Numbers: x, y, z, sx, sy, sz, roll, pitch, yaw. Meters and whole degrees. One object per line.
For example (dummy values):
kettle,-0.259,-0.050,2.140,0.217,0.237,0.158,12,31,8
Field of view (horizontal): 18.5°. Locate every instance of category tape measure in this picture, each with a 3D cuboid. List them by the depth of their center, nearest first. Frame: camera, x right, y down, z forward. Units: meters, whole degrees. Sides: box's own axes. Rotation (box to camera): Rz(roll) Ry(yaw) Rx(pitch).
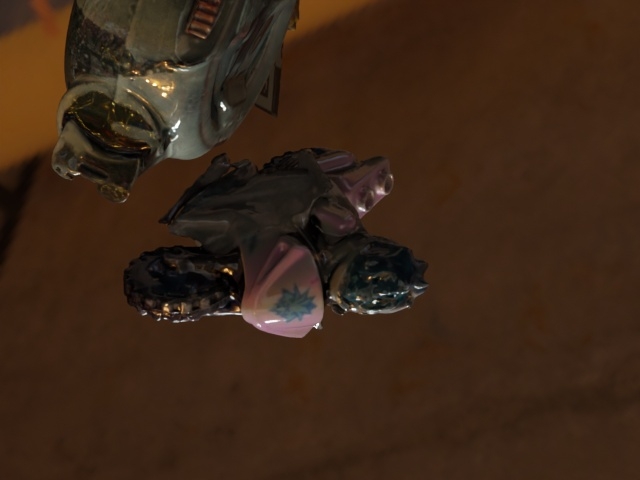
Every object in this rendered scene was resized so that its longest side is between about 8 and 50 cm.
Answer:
tape measure,-0.113,-0.189,1.703,0.256,0.147,0.275,-43,154,-67

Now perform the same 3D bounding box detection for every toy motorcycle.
toy motorcycle,0.001,0.005,1.388,0.204,0.108,0.239,12,-132,30

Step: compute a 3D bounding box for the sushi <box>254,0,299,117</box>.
sushi,-0.088,-0.355,2.434,0.064,0.359,0.343,0,-100,25
